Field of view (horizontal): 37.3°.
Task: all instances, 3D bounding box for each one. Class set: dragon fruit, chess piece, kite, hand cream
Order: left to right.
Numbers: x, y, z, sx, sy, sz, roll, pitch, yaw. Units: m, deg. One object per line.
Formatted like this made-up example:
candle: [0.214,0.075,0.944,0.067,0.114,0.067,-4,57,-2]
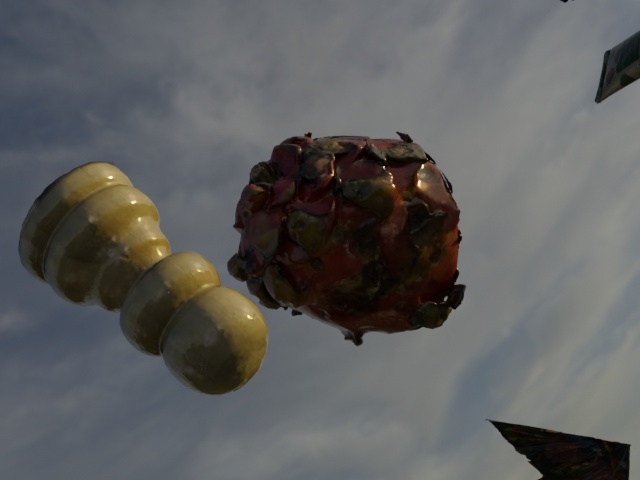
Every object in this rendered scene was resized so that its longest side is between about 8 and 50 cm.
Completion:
chess piece: [-0.162,0.048,0.926,0.143,0.261,0.143,-42,-24,-24]
dragon fruit: [0.000,0.000,1.288,0.263,0.296,0.314,-7,7,-28]
kite: [0.423,0.372,1.536,0.234,0.321,0.016,-45,6,44]
hand cream: [0.470,-0.275,1.307,0.059,0.095,0.276,21,-20,-15]

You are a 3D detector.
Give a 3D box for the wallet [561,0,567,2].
wallet: [0.162,-0.275,0.728,0.030,0.166,0.111,-15,-36,-37]
